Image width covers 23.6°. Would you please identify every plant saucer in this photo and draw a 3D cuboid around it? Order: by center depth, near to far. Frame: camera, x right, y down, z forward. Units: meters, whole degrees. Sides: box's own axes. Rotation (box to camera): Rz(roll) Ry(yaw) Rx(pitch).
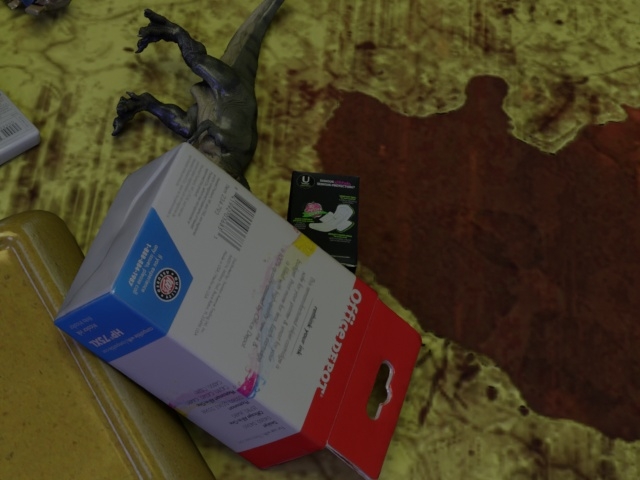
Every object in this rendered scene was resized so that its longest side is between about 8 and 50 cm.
[{"bbox_3d":[-0.252,0.133,0.988,0.332,0.081,0.333,-22,61,-23],"label":"plant saucer"}]

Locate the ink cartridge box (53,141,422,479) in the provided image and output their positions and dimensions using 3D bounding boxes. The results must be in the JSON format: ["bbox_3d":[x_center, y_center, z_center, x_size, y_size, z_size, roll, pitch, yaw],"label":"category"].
[{"bbox_3d":[-0.048,0.059,1.036,0.231,0.078,0.134,39,51,-22],"label":"ink cartridge box"}]

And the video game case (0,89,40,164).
[{"bbox_3d":[-0.320,-0.088,1.174,0.157,0.019,0.143,-33,65,-27],"label":"video game case"}]

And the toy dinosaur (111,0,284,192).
[{"bbox_3d":[-0.094,-0.120,1.209,0.118,0.064,0.268,14,51,-6],"label":"toy dinosaur"}]

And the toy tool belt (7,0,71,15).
[{"bbox_3d":[-0.245,-0.216,1.257,0.083,0.052,0.051,37,49,18],"label":"toy tool belt"}]

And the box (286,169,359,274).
[{"bbox_3d":[0.000,0.000,1.132,0.052,0.062,0.083,6,54,-3],"label":"box"}]
